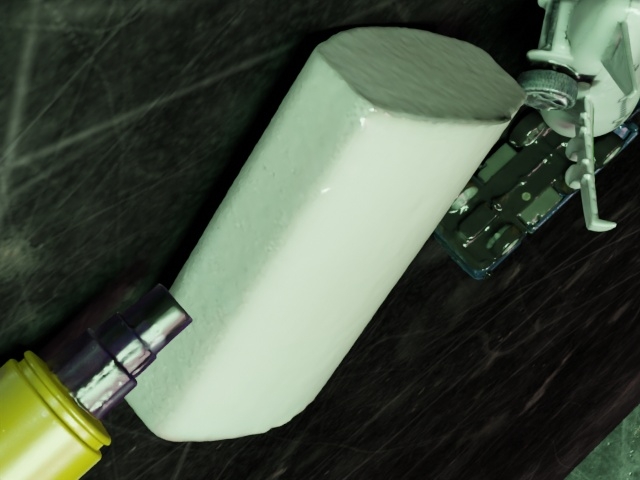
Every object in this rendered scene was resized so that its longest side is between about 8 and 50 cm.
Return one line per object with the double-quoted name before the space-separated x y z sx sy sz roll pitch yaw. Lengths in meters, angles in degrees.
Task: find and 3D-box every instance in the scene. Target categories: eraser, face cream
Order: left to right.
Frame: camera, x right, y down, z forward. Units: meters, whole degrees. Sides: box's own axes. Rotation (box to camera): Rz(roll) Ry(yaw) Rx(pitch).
"face cream" -0.183 0.125 0.831 0.273 0.078 0.078 -42 160 -7
"eraser" 0.000 0.000 0.913 0.174 0.095 0.270 -10 140 -50

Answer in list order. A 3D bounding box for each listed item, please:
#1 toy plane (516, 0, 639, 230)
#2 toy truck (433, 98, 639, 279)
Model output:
"toy plane" 0.182 -0.122 0.999 0.255 0.101 0.251 107 -5 -78
"toy truck" 0.175 -0.058 1.180 0.202 0.074 0.088 -43 169 -5
